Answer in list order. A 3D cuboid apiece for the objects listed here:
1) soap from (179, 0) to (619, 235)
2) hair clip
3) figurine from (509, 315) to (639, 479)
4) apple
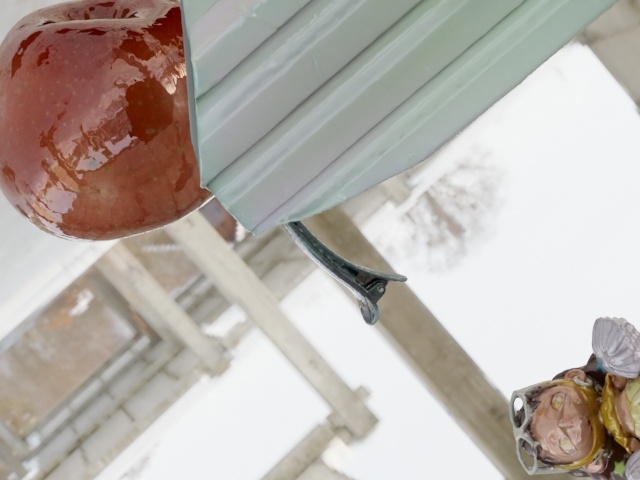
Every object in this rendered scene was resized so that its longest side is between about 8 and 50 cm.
[{"bbox_3d":[0.039,-0.166,0.863,0.347,0.208,0.115,-40,-144,7],"label":"soap"},{"bbox_3d":[0.000,0.000,1.520,0.083,0.275,0.048,-51,-152,-7],"label":"hair clip"},{"bbox_3d":[0.282,0.154,1.071,0.115,0.175,0.240,-6,169,-34],"label":"figurine"},{"bbox_3d":[-0.200,-0.123,1.168,0.260,0.216,0.260,-8,-158,3],"label":"apple"}]
